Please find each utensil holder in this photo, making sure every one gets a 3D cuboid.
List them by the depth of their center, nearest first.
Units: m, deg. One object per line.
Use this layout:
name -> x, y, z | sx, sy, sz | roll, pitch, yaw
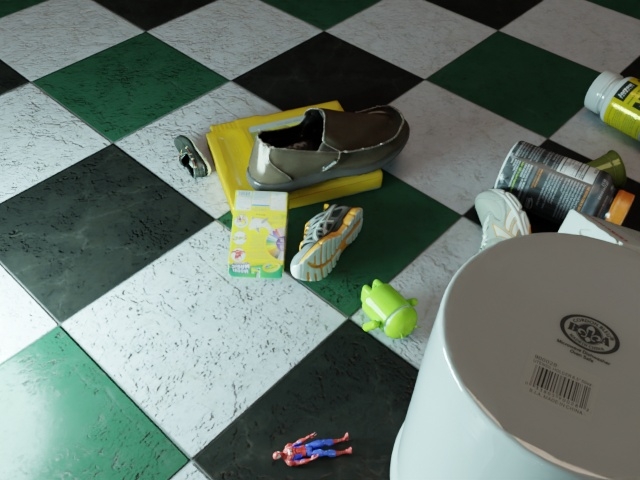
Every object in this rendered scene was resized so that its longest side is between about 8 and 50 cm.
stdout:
utensil holder -> 0.267, 0.226, 0.772 | 0.327, 0.385, 0.327 | 1, 46, -1

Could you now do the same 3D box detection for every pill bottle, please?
pill bottle -> 0.482, -0.096, 1.252 | 0.245, 0.130, 0.130 | 27, 52, 21
pill bottle -> 0.729, -0.303, 1.460 | 0.119, 0.119, 0.208 | -31, 54, -26

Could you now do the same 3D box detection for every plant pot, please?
plant pot -> 0.588, -0.141, 1.340 | 0.079, 0.083, 0.083 | -15, 48, 1

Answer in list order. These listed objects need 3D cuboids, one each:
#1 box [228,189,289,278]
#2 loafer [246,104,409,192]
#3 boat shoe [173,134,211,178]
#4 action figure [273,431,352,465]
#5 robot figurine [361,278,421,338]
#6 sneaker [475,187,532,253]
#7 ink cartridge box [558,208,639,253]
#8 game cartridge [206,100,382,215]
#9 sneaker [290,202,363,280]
box -> -0.115, -0.007, 1.190 | 0.105, 0.043, 0.179 | 3, 61, -1
loafer -> 0.025, -0.201, 1.271 | 0.366, 0.130, 0.134 | -24, 51, -20
boat shoe -> -0.286, -0.183, 1.368 | 0.042, 0.049, 0.133 | -21, 55, -30
action figure -> -0.013, 0.308, 0.932 | 0.115, 0.030, 0.038 | -9, 53, -7
robot figurine -> 0.118, 0.120, 1.083 | 0.101, 0.067, 0.115 | -25, 52, -29
sneaker -> 0.333, 0.005, 1.180 | 0.121, 0.099, 0.262 | -13, 47, -8
ink cartridge box -> 0.528, 0.036, 1.078 | 0.212, 0.093, 0.154 | 17, 19, -17
game cartridge -> -0.066, -0.185, 1.375 | 0.323, 0.053, 0.285 | -13, 49, -15
sneaker -> 0.000, 0.000, 1.189 | 0.083, 0.084, 0.215 | 22, 41, 22
